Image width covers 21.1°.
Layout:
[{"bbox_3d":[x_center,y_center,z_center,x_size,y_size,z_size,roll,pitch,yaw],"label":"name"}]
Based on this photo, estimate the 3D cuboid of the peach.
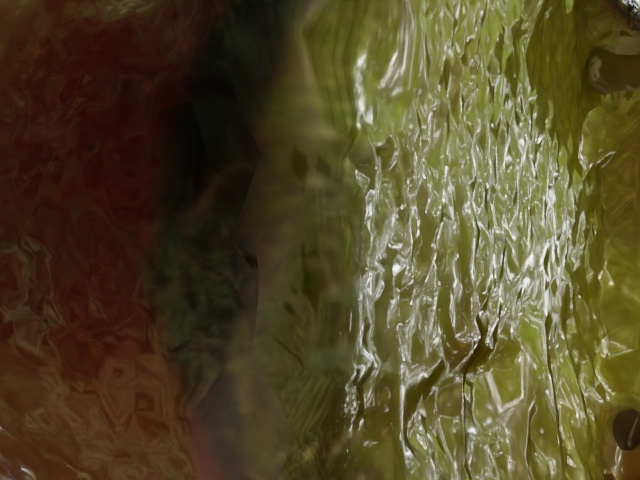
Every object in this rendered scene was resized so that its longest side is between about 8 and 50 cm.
[{"bbox_3d":[0.000,0.000,0.658,0.353,0.416,0.339,-6,-91,-8],"label":"peach"}]
